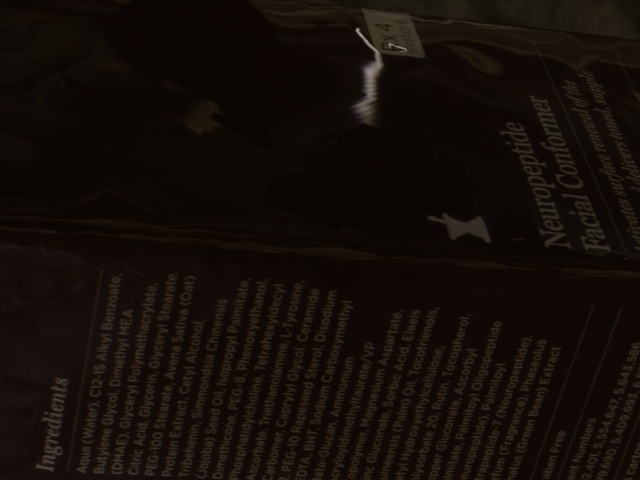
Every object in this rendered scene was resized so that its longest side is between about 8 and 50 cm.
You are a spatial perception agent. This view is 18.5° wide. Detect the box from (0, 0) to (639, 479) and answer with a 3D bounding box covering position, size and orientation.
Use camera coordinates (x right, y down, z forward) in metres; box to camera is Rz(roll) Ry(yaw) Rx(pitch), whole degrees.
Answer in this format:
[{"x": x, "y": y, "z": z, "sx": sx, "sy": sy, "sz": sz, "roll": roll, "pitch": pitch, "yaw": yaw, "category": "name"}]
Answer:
[{"x": 0.000, "y": 0.000, "z": 0.814, "sx": 0.381, "sy": 0.143, "sz": 0.191, "roll": 3, "pitch": -144, "yaw": -13, "category": "box"}]
